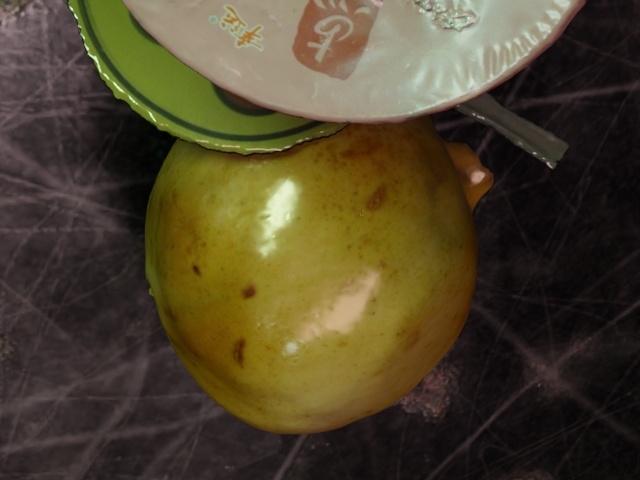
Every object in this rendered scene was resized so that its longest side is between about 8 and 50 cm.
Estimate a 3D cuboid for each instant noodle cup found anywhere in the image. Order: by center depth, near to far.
[{"bbox_3d":[0.024,-0.218,0.714,0.243,0.231,0.243,5,127,7],"label":"instant noodle cup"}]

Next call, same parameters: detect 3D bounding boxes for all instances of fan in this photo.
[{"bbox_3d":[-0.003,-0.135,0.843,0.335,0.011,0.229,33,72,0],"label":"fan"}]

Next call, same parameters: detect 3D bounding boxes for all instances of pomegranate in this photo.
[{"bbox_3d":[-0.007,0.002,0.925,0.233,0.233,0.233,-11,125,-17],"label":"pomegranate"}]
